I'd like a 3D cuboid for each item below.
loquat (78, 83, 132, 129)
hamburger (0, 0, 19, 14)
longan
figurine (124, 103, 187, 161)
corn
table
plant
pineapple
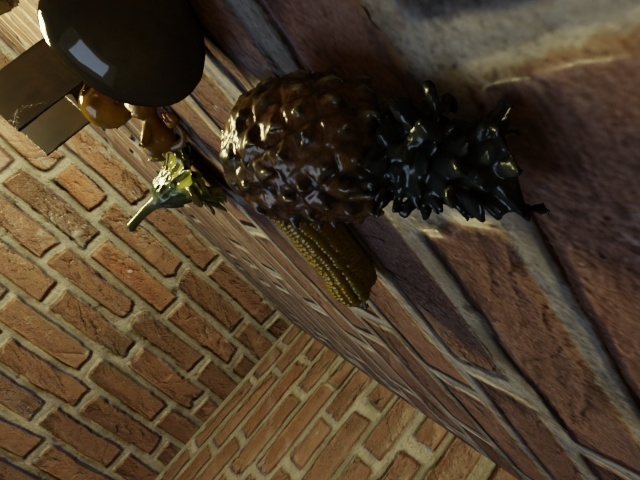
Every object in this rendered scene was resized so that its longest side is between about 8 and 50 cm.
[{"bbox_3d":[-0.553,-0.358,1.070,0.141,0.141,0.141,39,165,13],"label":"loquat"},{"bbox_3d":[-0.805,-0.626,0.889,0.300,0.176,0.300,38,166,12],"label":"hamburger"},{"bbox_3d":[-0.231,-0.251,0.506,0.189,0.189,0.189,39,165,13],"label":"longan"},{"bbox_3d":[-0.390,-0.284,0.985,0.123,0.121,0.176,-9,120,29],"label":"figurine"},{"bbox_3d":[0.003,-0.003,0.732,0.102,0.102,0.313,20,151,55],"label":"corn"},{"bbox_3d":[-0.929,-0.480,1.397,0.196,0.282,0.250,43,165,-6],"label":"table"},{"bbox_3d":[-0.428,-0.178,1.173,0.306,0.297,0.261,-134,34,-69],"label":"plant"},{"bbox_3d":[0.046,-0.072,0.361,0.279,0.157,0.157,13,150,37],"label":"pineapple"}]
